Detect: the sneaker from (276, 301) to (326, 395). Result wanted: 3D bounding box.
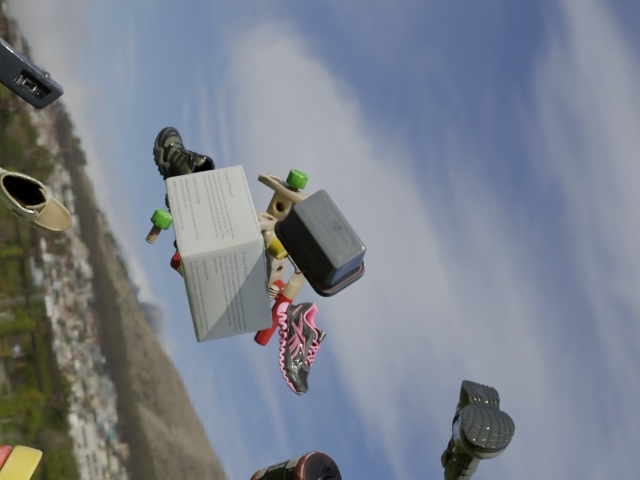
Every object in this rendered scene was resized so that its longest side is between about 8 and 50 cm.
[{"bbox_3d":[-0.020,0.128,1.238,0.047,0.057,0.119,44,37,-63],"label":"sneaker"}]

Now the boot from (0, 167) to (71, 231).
[{"bbox_3d":[-0.577,-0.076,2.046,0.165,0.213,0.077,11,-113,56],"label":"boot"}]

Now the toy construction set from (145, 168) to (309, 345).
[{"bbox_3d":[-0.091,0.002,1.690,0.237,0.257,0.309,-58,-140,12],"label":"toy construction set"}]

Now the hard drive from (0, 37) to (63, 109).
[{"bbox_3d":[-0.496,-0.289,1.501,0.054,0.254,0.172,-51,-161,-1],"label":"hard drive"}]

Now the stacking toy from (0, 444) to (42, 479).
[{"bbox_3d":[-0.435,0.349,1.046,0.279,0.130,0.309,-48,-165,51],"label":"stacking toy"}]

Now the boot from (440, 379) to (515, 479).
[{"bbox_3d":[0.238,0.333,1.586,0.246,0.083,0.161,-63,168,-77],"label":"boot"}]

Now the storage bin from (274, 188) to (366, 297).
[{"bbox_3d":[0.000,0.000,1.389,0.135,0.098,0.091,55,-18,11],"label":"storage bin"}]

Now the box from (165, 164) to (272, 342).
[{"bbox_3d":[-0.148,0.019,1.492,0.182,0.119,0.181,-109,-169,-47],"label":"box"}]

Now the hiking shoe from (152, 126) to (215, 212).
[{"bbox_3d":[-0.258,-0.144,2.012,0.086,0.114,0.227,32,34,-54],"label":"hiking shoe"}]

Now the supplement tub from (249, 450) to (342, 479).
[{"bbox_3d":[-0.061,0.451,1.827,0.198,0.106,0.106,-28,-112,39],"label":"supplement tub"}]
